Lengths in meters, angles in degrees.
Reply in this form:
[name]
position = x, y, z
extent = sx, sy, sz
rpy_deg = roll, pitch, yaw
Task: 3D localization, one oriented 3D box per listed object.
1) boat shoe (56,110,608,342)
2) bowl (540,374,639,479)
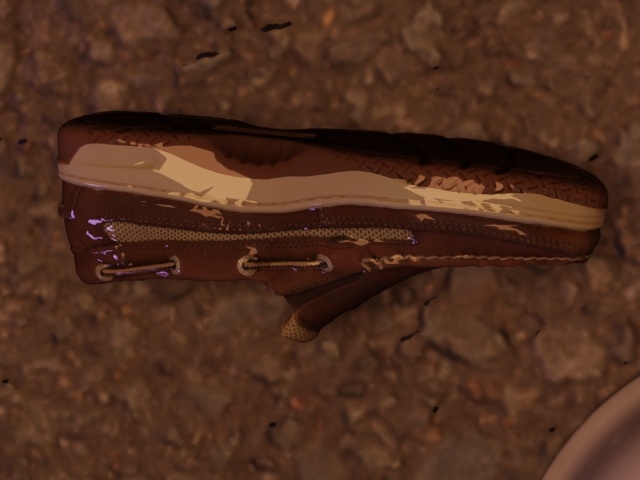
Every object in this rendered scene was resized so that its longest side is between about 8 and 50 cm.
[boat shoe]
position = 0.002, -0.001, 0.799
extent = 0.257, 0.095, 0.095
rpy_deg = 7, 103, 18
[bowl]
position = 0.216, 0.181, 0.714
extent = 0.298, 0.134, 0.298
rpy_deg = -1, 87, 12
